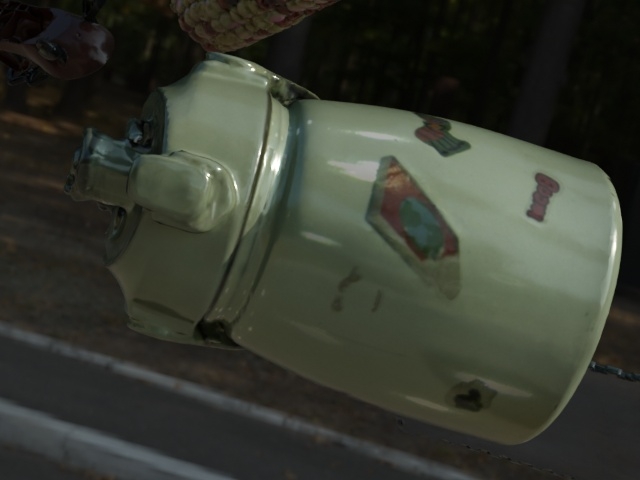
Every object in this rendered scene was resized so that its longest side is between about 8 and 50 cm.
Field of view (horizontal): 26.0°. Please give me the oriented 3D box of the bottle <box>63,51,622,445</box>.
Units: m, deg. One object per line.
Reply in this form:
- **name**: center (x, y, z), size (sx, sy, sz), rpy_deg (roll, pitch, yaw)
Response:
- **bottle**: center (0.000, 0.000, 0.946), size (0.352, 0.229, 0.229), rpy_deg (15, 4, -11)

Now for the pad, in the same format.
- **pad**: center (0.173, 0.144, 1.176), size (0.269, 0.012, 0.269), rpy_deg (16, -26, 18)

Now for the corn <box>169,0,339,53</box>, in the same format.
- **corn**: center (-0.011, -0.215, 1.054), size (0.281, 0.092, 0.092), rpy_deg (-23, -23, 39)

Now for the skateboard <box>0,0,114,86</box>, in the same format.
- **skateboard**: center (-0.218, -0.152, 1.065), size (0.151, 0.067, 0.080), rpy_deg (14, -32, 37)
